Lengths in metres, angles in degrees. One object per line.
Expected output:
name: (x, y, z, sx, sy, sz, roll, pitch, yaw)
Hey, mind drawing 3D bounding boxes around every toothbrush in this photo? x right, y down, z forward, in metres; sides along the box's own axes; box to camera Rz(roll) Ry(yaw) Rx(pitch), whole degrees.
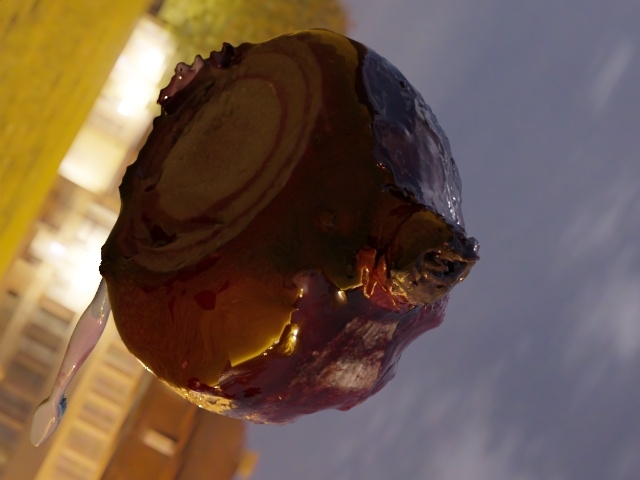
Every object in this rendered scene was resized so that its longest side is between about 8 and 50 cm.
toothbrush: (-0.156, 0.048, 1.366, 0.269, 0.021, 0.027, -61, -174, 32)

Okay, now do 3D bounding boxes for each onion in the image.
onion: (0.009, 0.007, 0.833, 0.198, 0.135, 0.173, 23, -99, 47)
